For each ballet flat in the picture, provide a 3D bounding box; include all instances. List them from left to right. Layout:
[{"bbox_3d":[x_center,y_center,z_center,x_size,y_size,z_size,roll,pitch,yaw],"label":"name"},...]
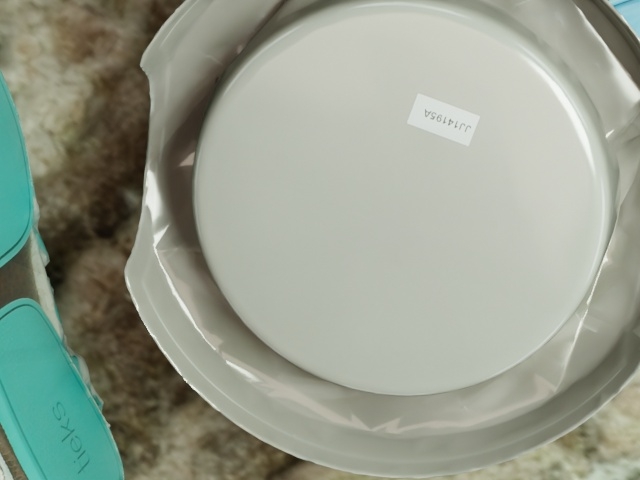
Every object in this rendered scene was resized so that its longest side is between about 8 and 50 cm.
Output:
[{"bbox_3d":[-0.255,0.036,1.035,0.147,0.147,0.408,-11,109,11],"label":"ballet flat"}]

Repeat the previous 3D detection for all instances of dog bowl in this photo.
[{"bbox_3d":[0.050,-0.032,0.945,0.349,0.102,0.348,3,110,7],"label":"dog bowl"}]

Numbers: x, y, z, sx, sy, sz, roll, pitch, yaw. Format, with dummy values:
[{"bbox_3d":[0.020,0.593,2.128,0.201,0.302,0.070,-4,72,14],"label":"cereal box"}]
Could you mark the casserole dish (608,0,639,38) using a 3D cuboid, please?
[{"bbox_3d":[0.228,-0.083,0.975,0.114,0.037,0.188,-15,107,13],"label":"casserole dish"}]
